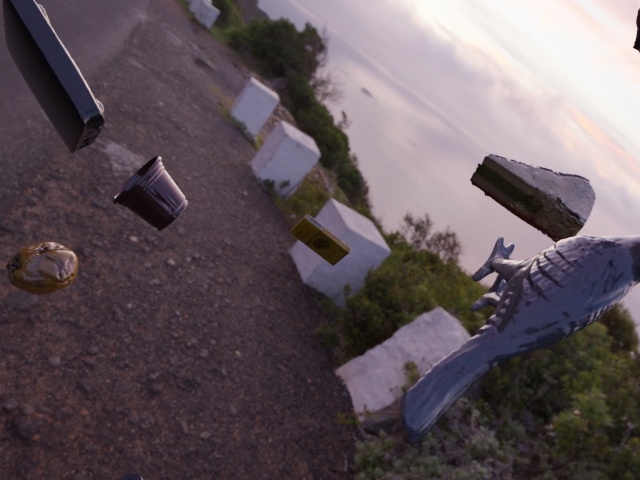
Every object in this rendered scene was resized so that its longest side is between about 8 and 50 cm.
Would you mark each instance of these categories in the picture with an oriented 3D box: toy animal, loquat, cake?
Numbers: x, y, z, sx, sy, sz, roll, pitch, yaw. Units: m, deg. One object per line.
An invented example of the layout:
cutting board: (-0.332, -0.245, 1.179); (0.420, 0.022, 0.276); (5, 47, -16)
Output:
toy animal: (0.218, 0.055, 0.536); (0.081, 0.367, 0.206); (64, -2, -13)
loquat: (-0.596, 0.058, 1.129); (0.137, 0.137, 0.113); (3, 80, -59)
cake: (0.409, -0.098, 0.990); (0.220, 0.086, 0.117); (39, 55, 18)

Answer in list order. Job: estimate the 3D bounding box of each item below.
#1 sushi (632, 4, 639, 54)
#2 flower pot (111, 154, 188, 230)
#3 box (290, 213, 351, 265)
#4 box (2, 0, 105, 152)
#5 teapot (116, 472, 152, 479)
sushi: (0.435, -0.221, 0.509); (0.107, 0.241, 0.161); (-117, -166, -74)
flower pot: (-0.273, -0.072, 0.873); (0.089, 0.111, 0.111); (46, 14, -24)
box: (0.000, 0.000, 1.425); (0.155, 0.087, 0.023); (38, 45, -9)
box: (-0.557, -0.334, 1.094); (0.290, 0.073, 0.289); (-7, -66, 61)
teapot: (-0.169, 0.252, 0.474); (0.088, 0.066, 0.057); (-91, 157, -62)
